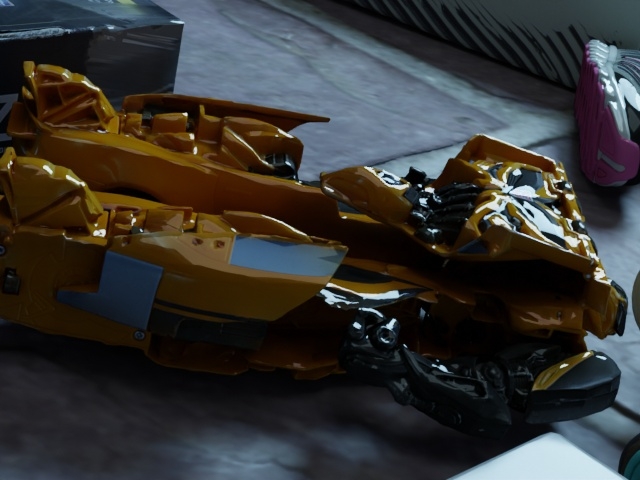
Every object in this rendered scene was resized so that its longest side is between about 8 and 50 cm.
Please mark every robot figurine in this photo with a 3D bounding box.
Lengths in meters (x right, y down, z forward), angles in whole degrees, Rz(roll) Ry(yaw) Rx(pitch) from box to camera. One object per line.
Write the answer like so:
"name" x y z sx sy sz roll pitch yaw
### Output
"robot figurine" 0.000 0.000 0.847 0.291 0.085 0.211 8 26 -8

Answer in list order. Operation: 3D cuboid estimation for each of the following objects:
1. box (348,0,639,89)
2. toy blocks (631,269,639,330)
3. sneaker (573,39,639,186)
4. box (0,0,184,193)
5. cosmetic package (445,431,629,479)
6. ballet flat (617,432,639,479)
"box" 0.112 -0.187 1.273 0.275 0.094 0.113 24 27 24
"toy blocks" 0.224 0.042 0.898 0.123 0.054 0.148 34 19 23
"sneaker" 0.190 -0.075 1.112 0.074 0.063 0.170 7 20 2
"box" -0.311 -0.137 0.981 0.318 0.097 0.395 -13 35 -39
"cosmetic package" -0.002 0.194 0.368 0.385 0.156 0.217 -13 36 -44
"ballet flat" 0.210 0.119 0.716 0.203 0.074 0.074 26 28 14
